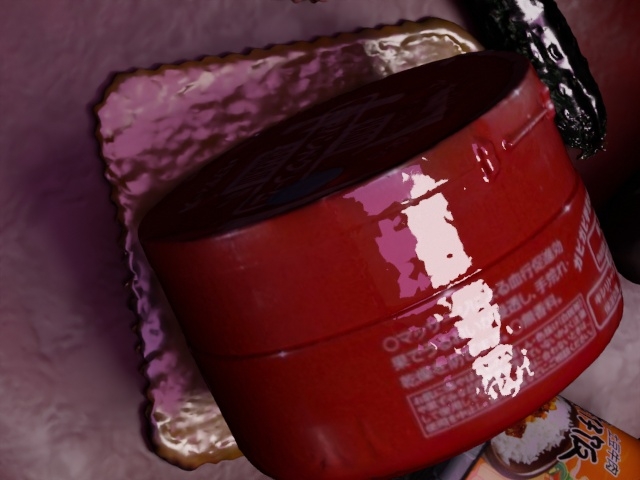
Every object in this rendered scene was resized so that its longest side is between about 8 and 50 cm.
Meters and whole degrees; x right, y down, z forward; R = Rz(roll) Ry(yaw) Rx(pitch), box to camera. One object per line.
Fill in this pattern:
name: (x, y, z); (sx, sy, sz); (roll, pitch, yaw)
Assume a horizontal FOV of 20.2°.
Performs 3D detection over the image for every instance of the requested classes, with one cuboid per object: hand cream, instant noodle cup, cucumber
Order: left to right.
hand cream: (0.033, 0.012, 0.920); (0.230, 0.230, 0.149); (-30, 105, -12)
instant noodle cup: (0.110, 0.151, 1.012); (0.125, 0.177, 0.208); (36, 120, -3)
cucumber: (0.116, -0.126, 1.036); (0.053, 0.053, 0.181); (-35, 107, -11)

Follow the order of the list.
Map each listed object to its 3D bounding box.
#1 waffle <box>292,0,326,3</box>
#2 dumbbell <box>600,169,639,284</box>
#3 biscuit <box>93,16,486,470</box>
waffle: (-0.003, -0.172, 1.003); (0.075, 0.029, 0.083); (-34, 107, -11)
dumbbell: (0.275, 0.043, 1.057); (0.225, 0.140, 0.124); (54, 37, -16)
biscuit: (0.000, 0.000, 1.031); (0.237, 0.013, 0.232); (-11, 99, -16)
